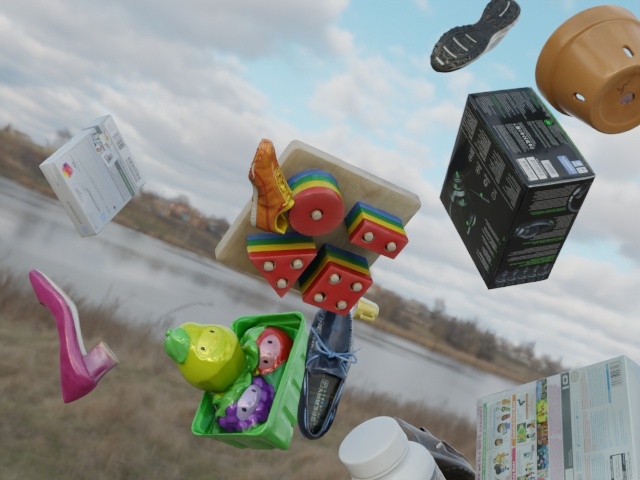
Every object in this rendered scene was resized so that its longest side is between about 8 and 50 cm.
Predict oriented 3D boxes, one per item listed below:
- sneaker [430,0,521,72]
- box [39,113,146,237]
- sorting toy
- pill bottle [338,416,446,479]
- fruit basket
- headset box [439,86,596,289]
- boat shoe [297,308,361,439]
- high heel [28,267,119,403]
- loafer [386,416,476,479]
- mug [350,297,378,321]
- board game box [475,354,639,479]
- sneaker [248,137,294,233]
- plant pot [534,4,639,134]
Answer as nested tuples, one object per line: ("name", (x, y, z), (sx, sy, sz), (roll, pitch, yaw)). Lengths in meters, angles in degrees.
("sneaker", (0.374, -0.478, 1.987), (0.100, 0.271, 0.108), (48, -18, 16))
("box", (-0.390, -0.114, 1.431), (0.038, 0.186, 0.145), (-11, -61, 25))
("sorting toy", (0.000, 0.000, 1.349), (0.255, 0.257, 0.089), (22, 33, -27))
("pill bottle", (0.167, 0.505, 1.594), (0.318, 0.176, 0.176), (59, -18, -16))
("fruit basket", (-0.214, 0.330, 2.133), (0.283, 0.392, 0.392), (-8, -20, 33))
("headset box", (0.337, -0.085, 1.476), (0.131, 0.283, 0.246), (-9, 49, -15))
("boat shoe", (0.021, 0.241, 1.512), (0.109, 0.258, 0.089), (6, -5, -6))
("high heel", (-0.475, 0.167, 1.468), (0.244, 0.117, 0.082), (50, -11, 5))
("loafer", (0.252, 0.503, 1.953), (0.366, 0.134, 0.130), (40, 25, -43))
("mug", (0.115, 0.186, 2.129), (0.064, 0.078, 0.062), (18, -39, -15))
("board game box", (0.394, 0.340, 1.333), (0.097, 0.224, 0.303), (31, -39, -29))
("sneaker", (-0.070, -0.082, 1.224), (0.067, 0.064, 0.175), (12, -40, 11))
("plant pot", (0.699, -0.394, 2.002), (0.291, 0.291, 0.203), (24, 31, -35))
